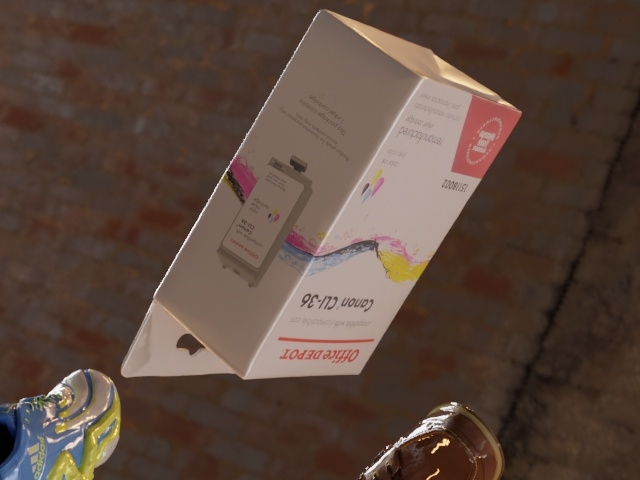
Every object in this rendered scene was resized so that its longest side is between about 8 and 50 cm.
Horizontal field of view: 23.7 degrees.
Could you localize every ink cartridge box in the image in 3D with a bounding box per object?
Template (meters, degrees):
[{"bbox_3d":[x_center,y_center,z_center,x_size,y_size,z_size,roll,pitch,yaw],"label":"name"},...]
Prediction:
[{"bbox_3d":[0.000,0.000,0.725,0.067,0.115,0.198,38,-75,26],"label":"ink cartridge box"}]

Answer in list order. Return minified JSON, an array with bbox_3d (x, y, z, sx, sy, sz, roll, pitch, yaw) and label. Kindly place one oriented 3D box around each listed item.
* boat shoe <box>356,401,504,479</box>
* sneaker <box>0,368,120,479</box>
[{"bbox_3d":[0.065,0.159,1.008,0.060,0.178,0.064,-35,-97,-29],"label":"boat shoe"},{"bbox_3d":[-0.256,0.175,1.412,0.091,0.126,0.240,-6,-145,16],"label":"sneaker"}]
